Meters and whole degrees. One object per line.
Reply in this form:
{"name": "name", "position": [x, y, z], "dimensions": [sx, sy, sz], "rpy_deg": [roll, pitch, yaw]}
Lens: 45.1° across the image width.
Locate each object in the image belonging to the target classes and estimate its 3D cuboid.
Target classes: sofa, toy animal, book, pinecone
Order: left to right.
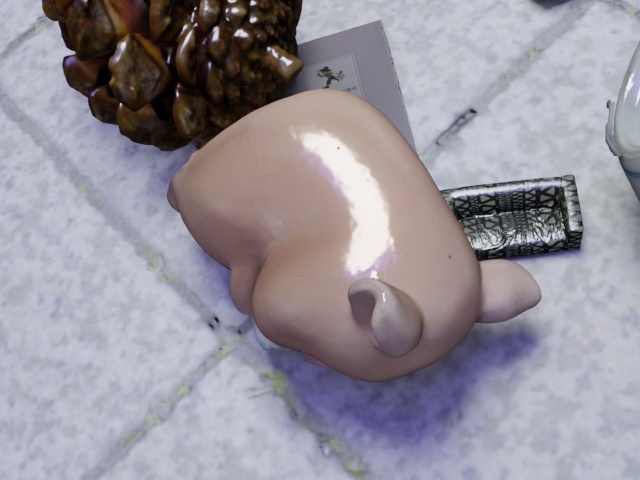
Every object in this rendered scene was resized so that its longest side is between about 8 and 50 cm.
{"name": "pinecone", "position": [-0.147, -0.208, 0.739], "dimensions": [0.309, 0.244, 0.244], "rpy_deg": [20, 70, 38]}
{"name": "toy animal", "position": [0.001, 0.004, 0.621], "dimensions": [0.213, 0.195, 0.256], "rpy_deg": [-46, 66, 36]}
{"name": "book", "position": [0.020, -0.139, 0.785], "dimensions": [0.127, 0.014, 0.181], "rpy_deg": [-15, 62, 7]}
{"name": "sofa", "position": [0.165, -0.018, 0.675], "dimensions": [0.118, 0.039, 0.060], "rpy_deg": [-6, 64, 12]}

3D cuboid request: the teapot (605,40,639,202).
{"name": "teapot", "position": [0.370, -0.078, 0.545], "dimensions": [0.280, 0.252, 0.424], "rpy_deg": [19, 70, -3]}
